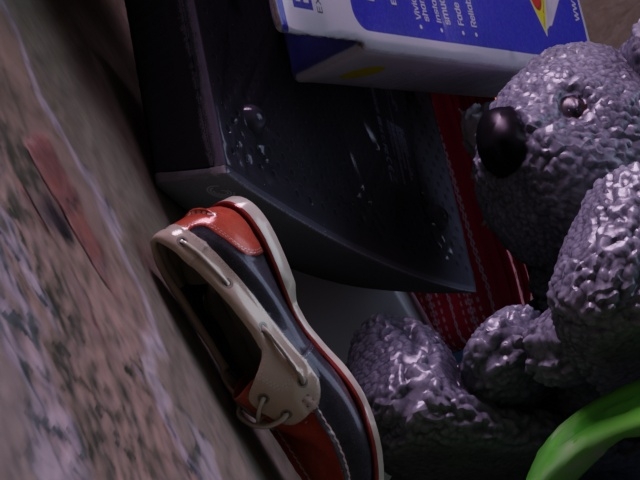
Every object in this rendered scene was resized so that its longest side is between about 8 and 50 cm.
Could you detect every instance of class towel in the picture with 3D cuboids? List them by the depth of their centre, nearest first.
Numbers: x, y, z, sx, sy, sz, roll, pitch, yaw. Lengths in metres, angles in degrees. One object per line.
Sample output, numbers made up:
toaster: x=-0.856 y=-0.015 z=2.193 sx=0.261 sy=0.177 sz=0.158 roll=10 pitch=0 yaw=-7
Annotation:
towel: x=0.058 y=-0.026 z=1.186 sx=0.275 sy=0.031 sz=0.198 roll=151 pitch=-76 yaw=-70

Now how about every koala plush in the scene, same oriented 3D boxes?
koala plush: x=0.131 y=0.000 z=0.912 sx=0.203 sy=0.196 sz=0.221 roll=23 pitch=49 yaw=-35

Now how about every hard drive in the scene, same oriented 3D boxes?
hard drive: x=-0.010 y=-0.063 z=0.956 sx=0.255 sy=0.054 sz=0.172 roll=24 pitch=49 yaw=-58

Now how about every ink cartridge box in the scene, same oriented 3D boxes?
ink cartridge box: x=0.012 y=-0.224 z=0.954 sx=0.307 sy=0.072 sz=0.303 roll=-1 pitch=76 yaw=-54

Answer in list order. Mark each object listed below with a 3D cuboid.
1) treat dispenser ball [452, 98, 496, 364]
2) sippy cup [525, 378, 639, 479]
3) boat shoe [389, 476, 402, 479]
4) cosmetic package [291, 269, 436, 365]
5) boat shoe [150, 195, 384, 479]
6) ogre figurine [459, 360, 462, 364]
treat dispenser ball: x=0.169 y=0.011 z=1.404 sx=0.288 sy=0.288 sz=0.288 roll=61 pitch=5 yaw=-10
sippy cup: x=0.212 y=0.207 z=0.806 sx=0.305 sy=0.224 sz=0.240 roll=49 pitch=33 yaw=-49
boat shoe: x=0.123 y=0.138 z=1.082 sx=0.095 sy=0.112 sz=0.335 roll=35 pitch=10 yaw=15
cosmetic package: x=0.000 y=0.000 z=1.090 sx=0.239 sy=0.060 sz=0.099 roll=59 pitch=7 yaw=-19
boat shoe: x=-0.021 y=0.049 z=0.752 sx=0.043 sy=0.049 sz=0.137 roll=-27 pitch=92 yaw=-42
ogre figurine: x=0.120 y=0.134 z=1.236 sx=0.097 sy=0.118 sz=0.197 roll=59 pitch=2 yaw=27
